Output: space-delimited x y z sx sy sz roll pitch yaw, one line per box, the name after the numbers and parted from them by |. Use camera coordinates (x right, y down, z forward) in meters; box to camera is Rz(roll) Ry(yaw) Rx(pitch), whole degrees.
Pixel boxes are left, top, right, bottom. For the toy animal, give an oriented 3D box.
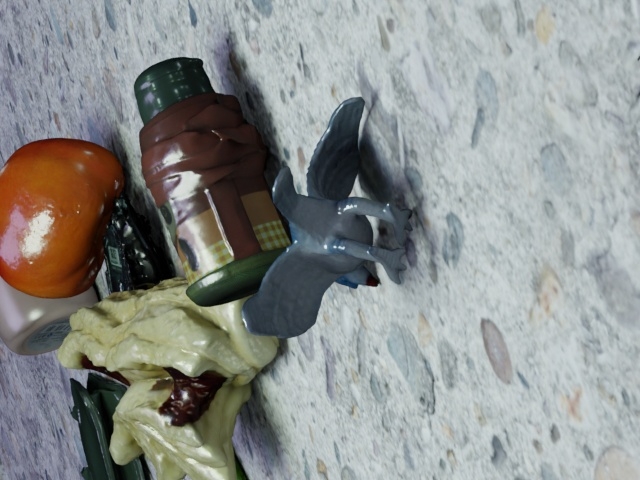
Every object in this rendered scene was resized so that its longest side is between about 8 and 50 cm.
0.000 0.000 1.382 0.176 0.239 0.255 2 154 40 | toy animal

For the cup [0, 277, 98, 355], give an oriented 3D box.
-0.480 0.083 2.576 0.200 0.191 0.253 62 -175 19 | cup

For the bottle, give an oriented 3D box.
-0.124 -0.070 1.649 0.156 0.143 0.271 -29 80 42 | bottle

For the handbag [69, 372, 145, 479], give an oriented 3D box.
-0.380 0.365 2.637 0.260 0.079 0.248 -178 75 -70 | handbag

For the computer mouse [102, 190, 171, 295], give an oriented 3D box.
-0.255 0.048 2.121 0.146 0.077 0.242 14 115 65 | computer mouse

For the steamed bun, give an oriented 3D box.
-0.188 0.192 1.888 0.247 0.189 0.428 45 153 -24 | steamed bun

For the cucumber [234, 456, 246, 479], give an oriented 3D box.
-0.155 0.287 2.081 0.250 0.056 0.056 58 153 31 | cucumber

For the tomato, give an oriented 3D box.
-0.389 -0.041 2.177 0.260 0.180 0.260 -159 90 -89 | tomato
